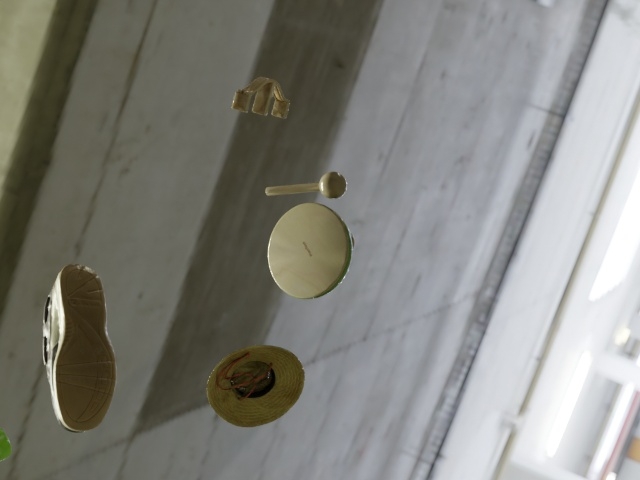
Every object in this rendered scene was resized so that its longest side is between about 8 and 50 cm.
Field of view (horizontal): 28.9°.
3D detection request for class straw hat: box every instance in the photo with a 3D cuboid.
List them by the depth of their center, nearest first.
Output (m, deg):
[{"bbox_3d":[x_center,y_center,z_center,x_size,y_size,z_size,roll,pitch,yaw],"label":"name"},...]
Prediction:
[{"bbox_3d":[-0.098,0.185,1.727,0.144,0.061,0.144,-11,-58,-18],"label":"straw hat"}]

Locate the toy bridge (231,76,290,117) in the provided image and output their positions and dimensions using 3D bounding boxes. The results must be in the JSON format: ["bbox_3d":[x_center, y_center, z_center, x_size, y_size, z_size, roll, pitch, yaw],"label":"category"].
[{"bbox_3d":[-0.096,-0.247,2.136,0.188,0.026,0.063,-6,-67,-69],"label":"toy bridge"}]

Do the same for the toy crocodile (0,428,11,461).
[{"bbox_3d":[-0.632,0.313,2.185,0.115,0.105,0.340,-28,-57,-43],"label":"toy crocodile"}]

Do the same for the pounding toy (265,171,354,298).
[{"bbox_3d":[0.000,0.000,2.386,0.110,0.183,0.237,15,-113,-56],"label":"pounding toy"}]

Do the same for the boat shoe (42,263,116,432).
[{"bbox_3d":[-0.393,0.179,1.984,0.092,0.103,0.285,-42,49,46],"label":"boat shoe"}]
